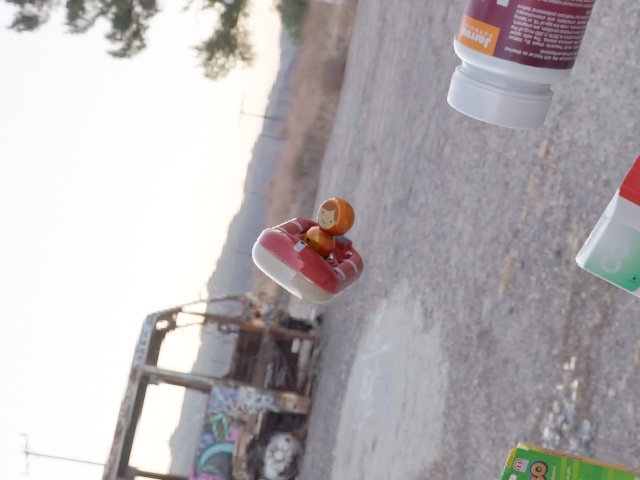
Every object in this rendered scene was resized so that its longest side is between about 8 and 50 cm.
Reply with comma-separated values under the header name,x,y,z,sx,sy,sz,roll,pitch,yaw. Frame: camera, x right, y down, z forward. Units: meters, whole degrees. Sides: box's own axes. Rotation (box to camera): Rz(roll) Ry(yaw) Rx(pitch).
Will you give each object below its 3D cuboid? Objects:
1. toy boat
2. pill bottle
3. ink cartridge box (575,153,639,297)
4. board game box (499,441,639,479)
name,x,y,z,sx,sy,sz,roll,pitch,yaw
toy boat,0.000,0.000,1.345,0.151,0.151,0.231,-59,-11,20
pill bottle,0.369,-0.415,1.538,0.224,0.224,0.392,-88,10,-65
ink cartridge box,0.563,-0.017,1.432,0.224,0.181,0.056,-62,9,16
board game box,0.365,0.373,1.235,0.039,0.259,0.124,-144,71,-71
